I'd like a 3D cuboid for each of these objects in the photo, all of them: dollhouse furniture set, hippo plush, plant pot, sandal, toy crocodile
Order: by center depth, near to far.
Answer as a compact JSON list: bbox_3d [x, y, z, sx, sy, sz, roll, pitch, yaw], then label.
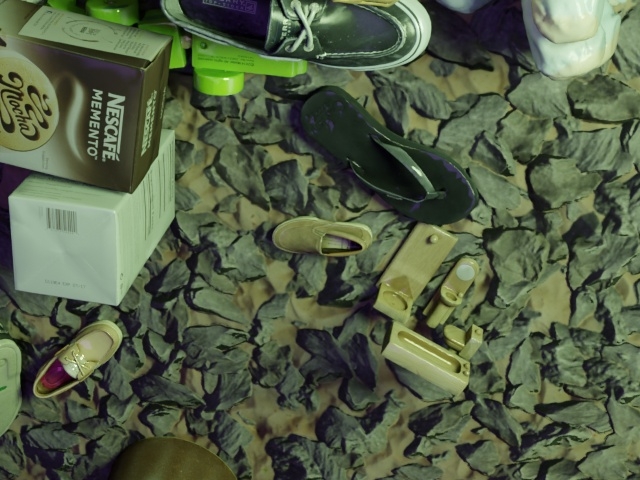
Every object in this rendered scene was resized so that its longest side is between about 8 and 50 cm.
[{"bbox_3d":[0.201,-0.311,1.399,0.236,0.234,0.294,11,145,20],"label":"hippo plush"},{"bbox_3d":[-0.181,-0.250,1.608,0.340,0.105,0.115,2,119,7],"label":"toy crocodile"},{"bbox_3d":[0.081,-0.095,1.646,0.254,0.054,0.097,32,119,-5],"label":"sandal"},{"bbox_3d":[0.153,0.084,1.669,0.144,0.151,0.123,29,119,-6],"label":"dollhouse furniture set"},{"bbox_3d":[-0.244,0.440,1.900,0.215,0.230,0.215,5,118,10],"label":"plant pot"}]

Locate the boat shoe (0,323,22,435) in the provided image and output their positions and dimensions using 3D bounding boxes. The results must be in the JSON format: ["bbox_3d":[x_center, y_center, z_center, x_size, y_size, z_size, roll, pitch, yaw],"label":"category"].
[{"bbox_3d":[-0.497,0.215,1.942,0.079,0.084,0.233,44,134,32],"label":"boat shoe"}]

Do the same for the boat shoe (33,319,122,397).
[{"bbox_3d":[-0.354,0.179,1.886,0.063,0.059,0.170,45,118,-12],"label":"boat shoe"}]

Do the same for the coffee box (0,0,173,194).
[{"bbox_3d":[-0.338,-0.182,1.542,0.297,0.119,0.168,13,119,5],"label":"coffee box"}]

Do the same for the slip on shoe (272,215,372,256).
[{"bbox_3d":[0.000,0.000,1.722,0.135,0.041,0.051,5,118,10],"label":"slip on shoe"}]

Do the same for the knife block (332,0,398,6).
[{"bbox_3d":[0.021,-0.418,1.399,0.242,0.088,0.276,37,119,41],"label":"knife block"}]

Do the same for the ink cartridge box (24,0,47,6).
[{"bbox_3d":[-0.386,-0.379,1.611,0.145,0.045,0.179,24,122,-1],"label":"ink cartridge box"}]

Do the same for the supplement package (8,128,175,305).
[{"bbox_3d":[-0.282,-0.043,1.647,0.139,0.244,0.134,8,119,8],"label":"supplement package"}]

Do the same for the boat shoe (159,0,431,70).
[{"bbox_3d":[-0.031,-0.247,1.447,0.301,0.102,0.108,15,116,10],"label":"boat shoe"}]
